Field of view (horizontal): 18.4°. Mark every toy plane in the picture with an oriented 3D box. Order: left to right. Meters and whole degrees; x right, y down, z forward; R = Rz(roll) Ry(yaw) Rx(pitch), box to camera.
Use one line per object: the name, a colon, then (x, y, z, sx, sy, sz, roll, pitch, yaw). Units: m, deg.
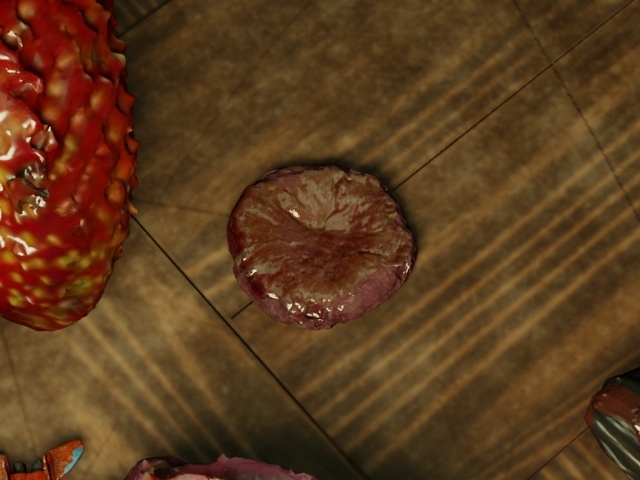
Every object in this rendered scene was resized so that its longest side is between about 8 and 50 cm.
toy plane: (-0.210, 0.241, 1.453, 0.130, 0.061, 0.189, -5, 74, -6)

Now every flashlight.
flashlight: (0.313, 0.092, 1.528, 0.232, 0.093, 0.093, -36, 75, -18)

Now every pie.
pie: (0.000, 0.000, 1.568, 0.154, 0.038, 0.153, 2, 68, -5)

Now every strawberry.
strawberry: (-0.256, -0.113, 1.471, 0.292, 0.292, 0.343, -30, 70, -14)

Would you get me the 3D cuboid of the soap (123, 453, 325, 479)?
soap: (-0.012, 0.244, 1.397, 0.289, 0.182, 0.112, 21, 67, -13)
